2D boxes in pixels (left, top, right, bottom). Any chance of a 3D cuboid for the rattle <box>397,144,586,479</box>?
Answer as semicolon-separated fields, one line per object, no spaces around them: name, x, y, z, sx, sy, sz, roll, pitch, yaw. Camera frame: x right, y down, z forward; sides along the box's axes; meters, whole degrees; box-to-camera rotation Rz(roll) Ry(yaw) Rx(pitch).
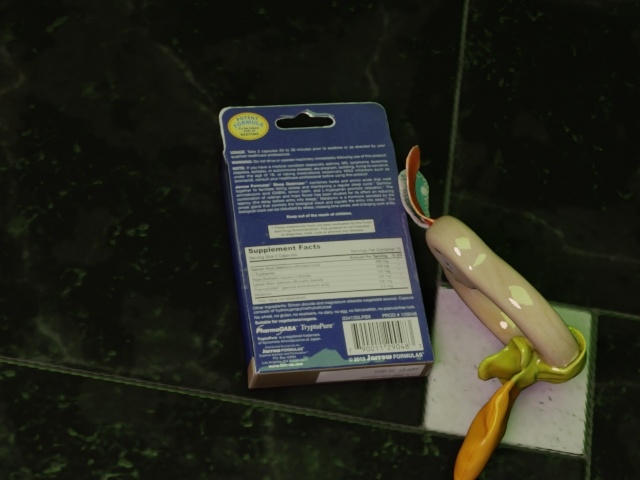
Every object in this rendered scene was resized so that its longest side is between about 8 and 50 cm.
rattle;0.085;0.052;1.391;0.143;0.130;0.200;-43;102;9

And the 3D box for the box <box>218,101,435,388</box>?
box;0.000;0.000;1.450;0.136;0.036;0.225;-3;64;-12
